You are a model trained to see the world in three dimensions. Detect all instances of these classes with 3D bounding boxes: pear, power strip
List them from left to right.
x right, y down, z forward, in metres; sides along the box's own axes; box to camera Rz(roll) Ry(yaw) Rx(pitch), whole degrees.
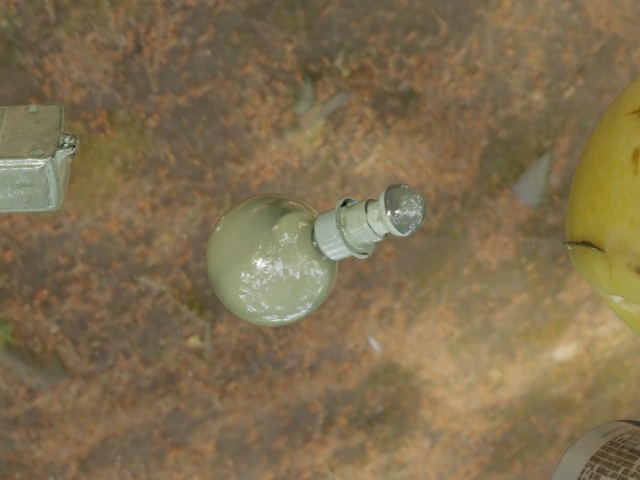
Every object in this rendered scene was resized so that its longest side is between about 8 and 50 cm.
[{"bbox_3d":[-0.304,-0.056,1.059,0.272,0.078,0.052,-3,128,0],"label":"power strip"},{"bbox_3d":[0.374,-0.028,1.315,0.309,0.309,0.309,-23,144,-18],"label":"pear"}]

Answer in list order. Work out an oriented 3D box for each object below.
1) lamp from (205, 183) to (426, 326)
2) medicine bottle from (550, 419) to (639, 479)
[{"bbox_3d":[0.000,0.000,0.985,0.163,0.091,0.091,-22,157,34],"label":"lamp"},{"bbox_3d":[0.160,0.125,0.629,0.079,0.140,0.079,-1,93,-19],"label":"medicine bottle"}]
